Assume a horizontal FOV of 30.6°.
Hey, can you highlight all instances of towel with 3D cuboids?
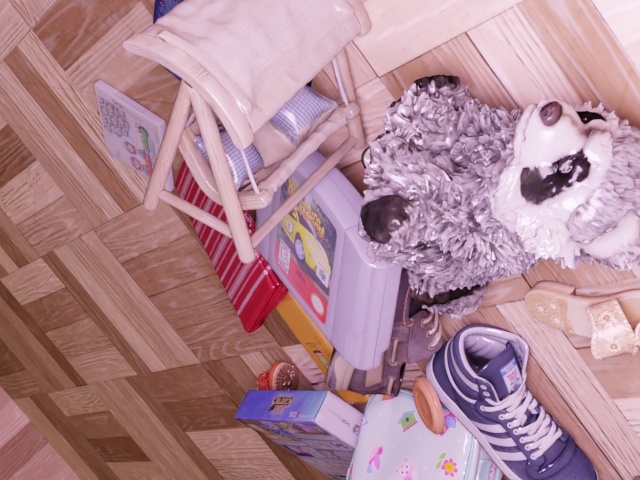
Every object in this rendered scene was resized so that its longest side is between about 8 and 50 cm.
[{"bbox_3d":[-0.137,-0.010,1.743,0.275,0.031,0.199,63,155,14],"label":"towel"}]

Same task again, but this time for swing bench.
[{"bbox_3d":[-0.071,-0.163,1.304,0.165,0.253,0.255,27,141,20],"label":"swing bench"}]

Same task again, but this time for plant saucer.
[{"bbox_3d":[0.147,0.228,1.612,0.083,0.013,0.084,162,90,-76],"label":"plant saucer"}]

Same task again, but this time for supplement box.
[{"bbox_3d":[0.017,0.138,1.761,0.233,0.080,0.078,57,151,-15],"label":"supplement box"}]

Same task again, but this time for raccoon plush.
[{"bbox_3d":[0.238,-0.025,1.256,0.299,0.216,0.446,14,169,23],"label":"raccoon plush"}]

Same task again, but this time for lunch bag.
[{"bbox_3d":[0.150,0.366,1.692,0.224,0.279,0.107,13,180,40],"label":"lunch bag"}]

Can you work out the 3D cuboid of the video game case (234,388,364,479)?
[{"bbox_3d":[0.022,0.327,1.922,0.244,0.061,0.269,35,158,-23],"label":"video game case"}]

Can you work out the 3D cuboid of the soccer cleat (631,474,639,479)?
[{"bbox_3d":[0.418,0.414,1.523,0.143,0.116,0.331,55,154,26],"label":"soccer cleat"}]

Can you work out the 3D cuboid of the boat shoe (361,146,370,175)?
[{"bbox_3d":[0.103,-0.067,1.437,0.133,0.049,0.042,43,179,-9],"label":"boat shoe"}]

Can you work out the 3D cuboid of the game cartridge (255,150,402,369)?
[{"bbox_3d":[0.000,0.000,1.468,0.294,0.060,0.196,49,141,42],"label":"game cartridge"}]

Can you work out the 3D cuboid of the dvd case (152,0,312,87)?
[{"bbox_3d":[-0.123,-0.231,1.545,0.253,0.022,0.180,40,149,12],"label":"dvd case"}]

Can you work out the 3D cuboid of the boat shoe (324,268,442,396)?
[{"bbox_3d":[0.105,0.094,1.576,0.130,0.132,0.355,17,143,-1],"label":"boat shoe"}]

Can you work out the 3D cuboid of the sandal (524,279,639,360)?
[{"bbox_3d":[0.321,0.105,1.327,0.240,0.079,0.088,9,134,47],"label":"sandal"}]

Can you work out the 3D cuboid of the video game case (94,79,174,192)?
[{"bbox_3d":[-0.293,-0.163,1.848,0.143,0.019,0.157,33,148,23],"label":"video game case"}]

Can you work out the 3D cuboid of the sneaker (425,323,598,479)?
[{"bbox_3d":[0.264,0.226,1.530,0.282,0.099,0.153,42,152,13],"label":"sneaker"}]

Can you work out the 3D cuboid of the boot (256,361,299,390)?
[{"bbox_3d":[-0.082,0.252,2.051,0.084,0.059,0.158,37,151,26],"label":"boot"}]
